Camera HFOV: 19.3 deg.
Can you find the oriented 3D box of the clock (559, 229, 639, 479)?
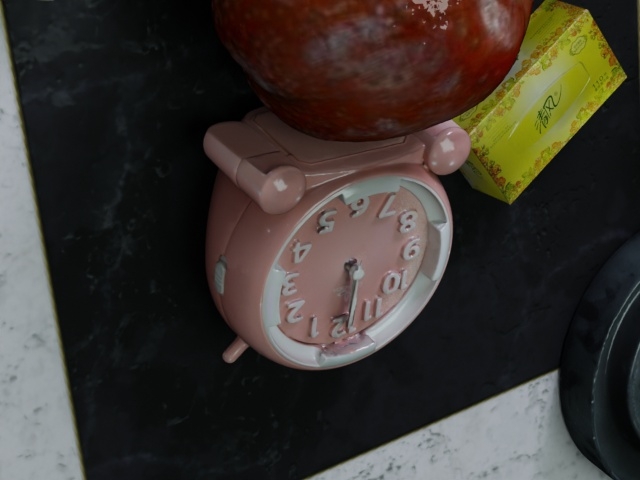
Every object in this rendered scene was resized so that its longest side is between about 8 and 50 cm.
[{"bbox_3d":[0.390,0.121,2.002,0.318,0.066,0.319,-14,115,-31],"label":"clock"}]

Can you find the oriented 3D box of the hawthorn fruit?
[{"bbox_3d":[0.036,-0.218,1.508,0.284,0.284,0.284,-13,115,-31],"label":"hawthorn fruit"}]

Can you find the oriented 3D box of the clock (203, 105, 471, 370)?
[{"bbox_3d":[0.000,0.000,1.648,0.227,0.142,0.241,-15,125,-29],"label":"clock"}]

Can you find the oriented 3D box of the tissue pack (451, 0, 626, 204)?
[{"bbox_3d":[0.197,-0.131,1.771,0.176,0.062,0.095,-47,127,-12],"label":"tissue pack"}]
